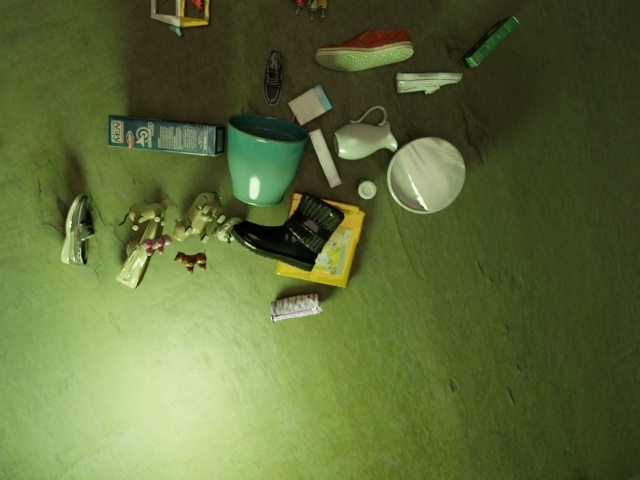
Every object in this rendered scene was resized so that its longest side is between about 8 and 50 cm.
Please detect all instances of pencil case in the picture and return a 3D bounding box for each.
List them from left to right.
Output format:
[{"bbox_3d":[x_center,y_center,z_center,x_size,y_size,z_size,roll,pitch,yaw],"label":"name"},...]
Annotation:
[{"bbox_3d":[-0.098,0.262,1.738,0.206,0.088,0.086,-13,107,1],"label":"pencil case"}]

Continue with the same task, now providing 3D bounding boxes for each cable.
[{"bbox_3d":[-0.020,-0.887,1.475,0.140,0.072,0.287,15,92,12],"label":"cable"}]

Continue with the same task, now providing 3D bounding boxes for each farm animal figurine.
[{"bbox_3d":[-0.484,-0.065,1.592,0.327,0.172,0.330,-37,129,-3],"label":"farm animal figurine"}]

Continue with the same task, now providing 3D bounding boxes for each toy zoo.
[{"bbox_3d":[-0.461,-0.833,1.475,0.193,0.030,0.293,5,105,-3],"label":"toy zoo"}]

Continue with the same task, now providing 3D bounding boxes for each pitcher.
[{"bbox_3d":[0.150,-0.381,1.573,0.207,0.125,0.177,-11,84,-9],"label":"pitcher"}]

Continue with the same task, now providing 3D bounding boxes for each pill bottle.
[{"bbox_3d":[0.163,-0.191,1.612,0.065,0.116,0.065,0,104,-1],"label":"pill bottle"}]

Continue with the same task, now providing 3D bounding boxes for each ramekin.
[{"bbox_3d":[0.367,-0.239,1.600,0.273,0.127,0.272,-1,105,-2],"label":"ramekin"}]

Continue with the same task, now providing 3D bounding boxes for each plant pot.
[{"bbox_3d":[-0.197,-0.266,1.523,0.272,0.271,0.255,13,119,-5],"label":"plant pot"}]

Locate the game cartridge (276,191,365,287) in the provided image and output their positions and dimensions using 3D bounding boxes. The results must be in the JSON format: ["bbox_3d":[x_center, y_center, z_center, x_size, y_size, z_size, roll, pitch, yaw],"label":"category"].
[{"bbox_3d":[0.000,0.000,1.692,0.286,0.052,0.323,11,105,-4],"label":"game cartridge"}]

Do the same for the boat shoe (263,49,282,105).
[{"bbox_3d":[-0.166,-0.557,1.526,0.065,0.083,0.183,5,104,-3],"label":"boat shoe"}]

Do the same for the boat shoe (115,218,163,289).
[{"bbox_3d":[-0.677,0.037,1.658,0.098,0.109,0.302,26,106,-6],"label":"boat shoe"}]

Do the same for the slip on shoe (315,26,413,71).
[{"bbox_3d":[0.144,-0.650,1.505,0.332,0.123,0.101,-9,82,1],"label":"slip on shoe"}]

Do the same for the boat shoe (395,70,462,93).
[{"bbox_3d":[0.376,-0.550,1.554,0.227,0.083,0.075,3,117,9],"label":"boat shoe"}]

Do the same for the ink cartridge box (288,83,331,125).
[{"bbox_3d":[-0.045,-0.464,1.549,0.143,0.092,0.089,-29,103,5],"label":"ink cartridge box"}]

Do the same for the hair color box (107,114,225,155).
[{"bbox_3d":[-0.517,-0.360,1.522,0.348,0.174,0.105,5,104,-3],"label":"hair color box"}]

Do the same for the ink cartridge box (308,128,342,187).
[{"bbox_3d":[0.016,-0.295,1.592,0.046,0.097,0.207,-22,103,4],"label":"ink cartridge box"}]

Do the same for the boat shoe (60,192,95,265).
[{"bbox_3d":[-0.880,-0.035,1.639,0.093,0.103,0.285,17,107,-11],"label":"boat shoe"}]

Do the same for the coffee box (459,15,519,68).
[{"bbox_3d":[0.565,-0.666,1.504,0.184,0.113,0.040,-45,104,8],"label":"coffee box"}]

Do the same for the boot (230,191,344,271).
[{"bbox_3d":[-0.113,-0.061,1.576,0.348,0.131,0.260,22,107,-22],"label":"boot"}]
